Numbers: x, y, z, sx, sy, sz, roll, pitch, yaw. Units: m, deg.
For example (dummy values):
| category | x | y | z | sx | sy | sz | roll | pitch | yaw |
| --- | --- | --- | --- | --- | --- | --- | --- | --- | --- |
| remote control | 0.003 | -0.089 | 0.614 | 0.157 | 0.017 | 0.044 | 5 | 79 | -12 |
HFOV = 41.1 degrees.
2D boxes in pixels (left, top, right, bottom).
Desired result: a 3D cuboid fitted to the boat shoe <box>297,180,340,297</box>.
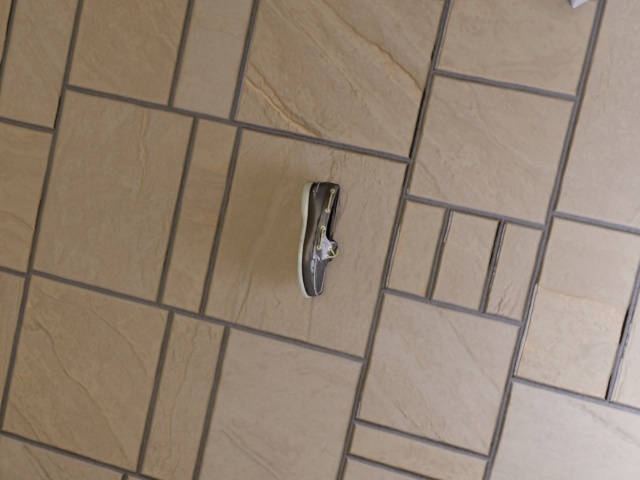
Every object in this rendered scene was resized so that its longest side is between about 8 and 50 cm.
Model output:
| category | x | y | z | sx | sy | sz | roll | pitch | yaw |
| --- | --- | --- | --- | --- | --- | --- | --- | --- | --- |
| boat shoe | 0.000 | 0.000 | 1.655 | 0.068 | 0.081 | 0.228 | 2 | 90 | 17 |

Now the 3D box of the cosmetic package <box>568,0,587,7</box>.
| category | x | y | z | sx | sy | sz | roll | pitch | yaw |
| --- | --- | --- | --- | --- | --- | --- | --- | --- | --- |
| cosmetic package | 0.568 | -0.564 | 1.449 | 0.365 | 0.197 | 0.155 | -26 | 86 | 11 |
